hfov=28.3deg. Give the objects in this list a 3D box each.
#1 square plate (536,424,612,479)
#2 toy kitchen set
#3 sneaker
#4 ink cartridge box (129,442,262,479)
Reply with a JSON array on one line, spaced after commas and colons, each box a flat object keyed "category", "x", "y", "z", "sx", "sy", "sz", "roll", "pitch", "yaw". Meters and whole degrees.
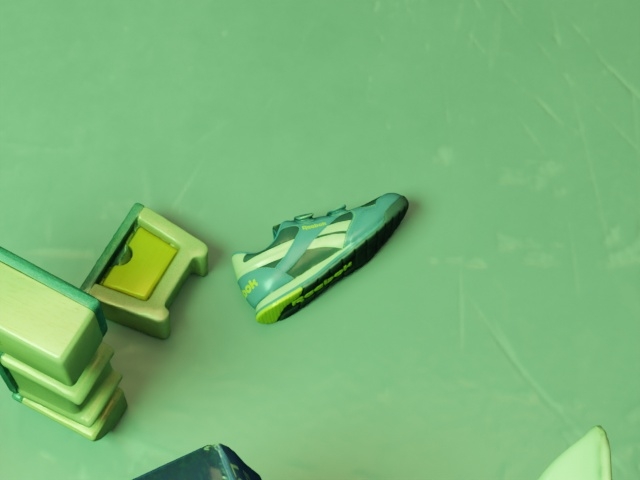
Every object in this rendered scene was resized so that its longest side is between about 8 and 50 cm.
[{"category": "square plate", "x": 0.101, "y": 0.300, "z": 0.610, "sx": 0.049, "sy": 0.344, "sz": 0.347, "roll": 1, "pitch": 66, "yaw": 2}, {"category": "toy kitchen set", "x": -0.163, "y": 0.015, "z": 0.822, "sx": 0.122, "sy": 0.207, "sz": 0.166, "roll": 27, "pitch": 68, "yaw": 7}, {"category": "sneaker", "x": 0.000, "y": 0.000, "z": 0.922, "sx": 0.144, "sy": 0.053, "sz": 0.059, "roll": -33, "pitch": 70, "yaw": -16}, {"category": "ink cartridge box", "x": -0.115, "y": 0.293, "z": 0.700, "sx": 0.396, "sy": 0.151, "sz": 0.270, "roll": -25, "pitch": 70, "yaw": -2}]
